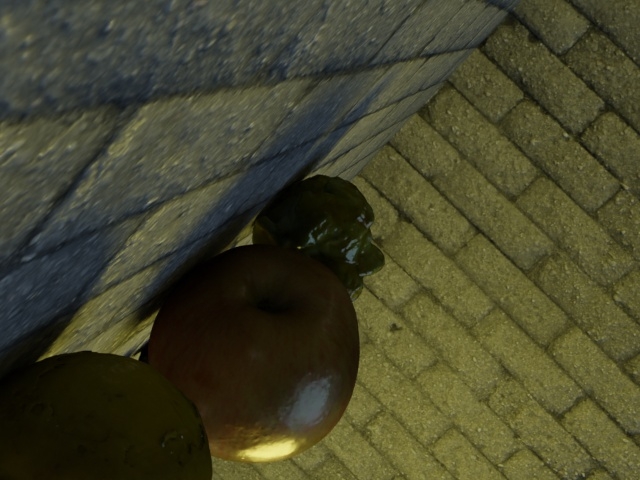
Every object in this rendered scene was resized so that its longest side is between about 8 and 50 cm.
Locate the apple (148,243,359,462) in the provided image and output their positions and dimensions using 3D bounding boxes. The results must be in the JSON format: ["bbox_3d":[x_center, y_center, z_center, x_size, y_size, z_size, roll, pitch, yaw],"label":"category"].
[{"bbox_3d":[-0.111,0.192,1.494,0.391,0.391,0.347,-44,163,-46],"label":"apple"}]

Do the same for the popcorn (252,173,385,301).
[{"bbox_3d":[0.006,0.001,1.720,0.225,0.276,0.276,-38,173,-41],"label":"popcorn"}]

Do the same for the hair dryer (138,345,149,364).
[{"bbox_3d":[-0.321,0.198,1.887,0.219,0.075,0.195,-54,-174,20],"label":"hair dryer"}]

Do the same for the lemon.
[{"bbox_3d":[-0.261,0.261,0.926,0.297,0.297,0.297,-46,178,-2],"label":"lemon"}]
